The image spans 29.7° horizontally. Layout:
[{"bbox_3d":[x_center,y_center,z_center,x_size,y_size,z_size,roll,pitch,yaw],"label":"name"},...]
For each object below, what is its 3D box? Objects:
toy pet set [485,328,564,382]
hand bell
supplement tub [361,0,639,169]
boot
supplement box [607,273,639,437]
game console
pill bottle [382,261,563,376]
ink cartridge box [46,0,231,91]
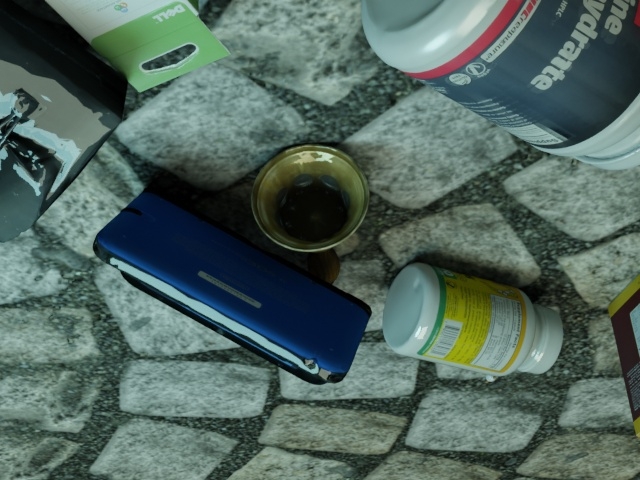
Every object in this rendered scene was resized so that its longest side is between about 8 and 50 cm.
[{"bbox_3d":[0.252,0.155,1.624,0.114,0.065,0.122,25,135,-32],"label":"toy pet set"},{"bbox_3d":[0.000,0.000,1.389,0.126,0.126,0.242,-5,156,4],"label":"hand bell"},{"bbox_3d":[0.189,-0.188,1.043,0.272,0.191,0.191,24,136,-31],"label":"supplement tub"},{"bbox_3d":[-0.446,-0.141,1.070,0.445,0.146,0.367,33,131,-32],"label":"boot"},{"bbox_3d":[0.492,0.144,1.515,0.191,0.194,0.129,10,142,-17],"label":"supplement box"},{"bbox_3d":[-0.111,0.087,1.342,0.293,0.250,0.173,28,113,1],"label":"game console"},{"bbox_3d":[0.193,0.105,1.507,0.208,0.117,0.117,15,140,-22],"label":"pill bottle"},{"bbox_3d":[-0.178,-0.231,1.069,0.109,0.062,0.209,-20,141,22],"label":"ink cartridge box"}]
